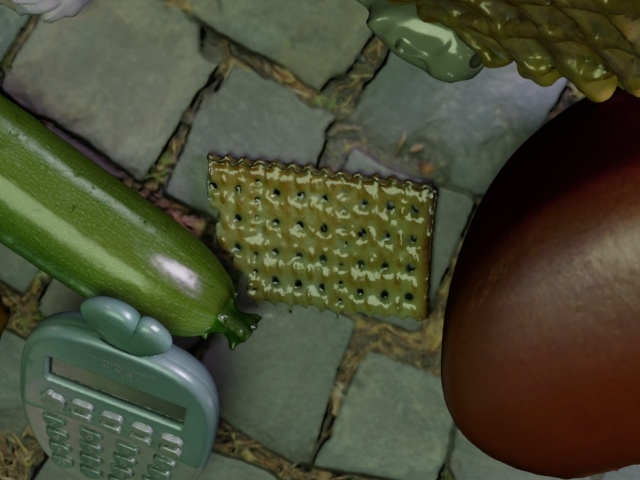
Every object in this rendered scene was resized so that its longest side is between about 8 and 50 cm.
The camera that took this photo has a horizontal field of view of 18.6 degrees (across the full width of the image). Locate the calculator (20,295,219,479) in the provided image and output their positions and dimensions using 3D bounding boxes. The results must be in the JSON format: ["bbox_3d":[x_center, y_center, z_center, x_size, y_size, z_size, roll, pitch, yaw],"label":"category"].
[{"bbox_3d":[-0.178,0.141,1.731,0.184,0.042,0.295,21,142,5],"label":"calculator"}]

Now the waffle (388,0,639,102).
[{"bbox_3d":[0.152,-0.228,1.377,0.324,0.151,0.261,26,165,33],"label":"waffle"}]

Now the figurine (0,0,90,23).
[{"bbox_3d":[-0.257,-0.224,1.566,0.237,0.162,0.141,1,105,28],"label":"figurine"}]

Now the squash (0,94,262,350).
[{"bbox_3d":[-0.224,-0.027,1.678,0.395,0.107,0.107,35,119,-7],"label":"squash"}]

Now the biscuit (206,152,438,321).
[{"bbox_3d":[0.000,0.000,1.682,0.203,0.016,0.144,6,116,11],"label":"biscuit"}]

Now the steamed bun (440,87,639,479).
[{"bbox_3d":[0.264,0.010,1.490,0.379,0.235,0.248,-19,111,23],"label":"steamed bun"}]

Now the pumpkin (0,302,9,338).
[{"bbox_3d":[-0.382,-0.021,1.708,0.280,0.139,0.190,29,119,-2],"label":"pumpkin"}]

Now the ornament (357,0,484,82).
[{"bbox_3d":[0.067,-0.182,1.543,0.156,0.081,0.075,36,142,-1],"label":"ornament"}]
